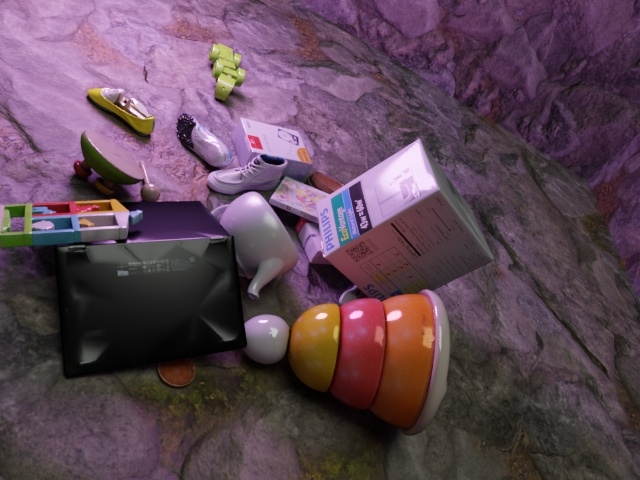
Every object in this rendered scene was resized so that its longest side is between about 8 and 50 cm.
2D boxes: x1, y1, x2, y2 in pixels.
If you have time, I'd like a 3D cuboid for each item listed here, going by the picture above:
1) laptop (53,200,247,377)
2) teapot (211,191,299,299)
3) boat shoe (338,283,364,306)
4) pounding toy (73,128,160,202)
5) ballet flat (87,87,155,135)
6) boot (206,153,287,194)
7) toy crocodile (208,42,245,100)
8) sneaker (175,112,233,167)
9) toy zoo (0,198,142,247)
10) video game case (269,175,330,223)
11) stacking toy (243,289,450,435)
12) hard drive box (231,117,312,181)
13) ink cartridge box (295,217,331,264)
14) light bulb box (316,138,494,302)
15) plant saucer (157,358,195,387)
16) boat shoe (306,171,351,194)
[{"bbox_3d":[-0.410,0.078,1.289,0.381,0.236,0.408,-4,80,-28],"label":"laptop"},{"bbox_3d":[-0.191,0.007,1.455,0.187,0.256,0.253,-33,95,-9],"label":"teapot"},{"bbox_3d":[0.088,0.162,1.625,0.142,0.040,0.049,-32,102,-52],"label":"boat shoe"},{"bbox_3d":[-0.552,-0.176,1.453,0.183,0.110,0.237,50,8,35],"label":"pounding toy"},{"bbox_3d":[-0.592,-0.408,1.665,0.231,0.077,0.077,36,37,0],"label":"ballet flat"},{"bbox_3d":[-0.223,-0.219,1.717,0.258,0.123,0.095,-11,57,-44],"label":"boot"},{"bbox_3d":[-0.364,-0.648,2.098,0.115,0.105,0.341,13,38,-27],"label":"toy crocodile"},{"bbox_3d":[-0.369,-0.312,1.750,0.237,0.085,0.086,45,11,17],"label":"sneaker"},{"bbox_3d":[-0.538,-0.042,1.201,0.293,0.030,0.192,-5,24,-26],"label":"toy zoo"},{"bbox_3d":[-0.043,-0.127,1.775,0.206,0.026,0.227,22,25,-2],"label":"video game case"},{"bbox_3d":[0.043,0.255,1.338,0.479,0.351,0.351,11,41,-4],"label":"stacking toy"},{"bbox_3d":[-0.166,-0.305,1.886,0.232,0.089,0.181,6,46,-34],"label":"hard drive box"},{"bbox_3d":[0.000,0.000,1.709,0.109,0.063,0.151,5,46,-35],"label":"ink cartridge box"},{"bbox_3d":[0.236,-0.025,1.589,0.358,0.361,0.225,43,27,-39],"label":"light bulb box"},{"bbox_3d":[-0.313,0.281,1.202,0.083,0.013,0.084,21,40,-19],"label":"plant saucer"},{"bbox_3d":[0.099,-0.156,1.922,0.307,0.104,0.111,35,37,-2],"label":"boat shoe"}]
